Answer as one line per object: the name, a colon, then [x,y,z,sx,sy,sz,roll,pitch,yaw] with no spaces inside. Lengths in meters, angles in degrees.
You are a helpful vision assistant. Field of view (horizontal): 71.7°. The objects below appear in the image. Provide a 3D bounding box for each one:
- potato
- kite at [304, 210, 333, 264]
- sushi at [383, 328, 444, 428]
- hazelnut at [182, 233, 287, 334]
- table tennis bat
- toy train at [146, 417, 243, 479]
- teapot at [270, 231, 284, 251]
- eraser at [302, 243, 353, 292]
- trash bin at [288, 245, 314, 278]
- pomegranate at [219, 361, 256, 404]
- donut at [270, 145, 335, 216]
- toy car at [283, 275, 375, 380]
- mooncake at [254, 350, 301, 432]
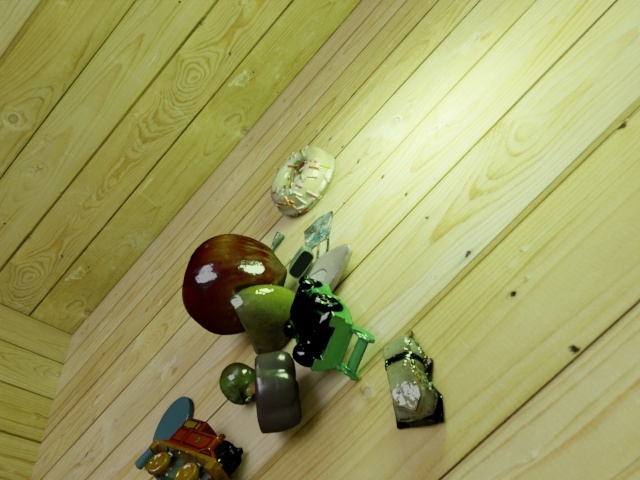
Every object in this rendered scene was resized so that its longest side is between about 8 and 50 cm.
potato: [-0.206,0.273,1.540,0.269,0.255,0.112,-53,43,-1]
kite: [-0.001,-0.001,1.805,0.169,0.015,0.310,-37,33,21]
sushi: [0.212,0.317,1.106,0.134,0.109,0.273,-29,37,31]
hazelnut: [-0.343,0.179,1.746,0.402,0.402,0.429,-47,16,8]
table tennis bat: [-0.628,0.784,1.796,0.329,0.044,0.215,-51,32,-3]
toy train: [-0.407,0.713,1.435,0.369,0.163,0.231,-5,30,37]
teapot: [-0.208,0.016,2.036,0.043,0.043,0.111,20,79,58]
eraser: [0.036,0.114,1.593,0.243,0.059,0.204,-47,30,14]
trash bin: [-0.074,0.081,1.701,0.116,0.059,0.130,-53,7,4]
pomegranate: [-0.254,0.501,1.510,0.191,0.152,0.131,18,65,36]
donut: [-0.097,-0.290,2.107,0.382,0.142,0.383,-34,36,29]
toy car: [0.009,0.261,1.370,0.359,0.176,0.213,-133,59,-67]
mooncake: [-0.133,0.449,1.317,0.133,0.245,0.245,-9,38,-2]
